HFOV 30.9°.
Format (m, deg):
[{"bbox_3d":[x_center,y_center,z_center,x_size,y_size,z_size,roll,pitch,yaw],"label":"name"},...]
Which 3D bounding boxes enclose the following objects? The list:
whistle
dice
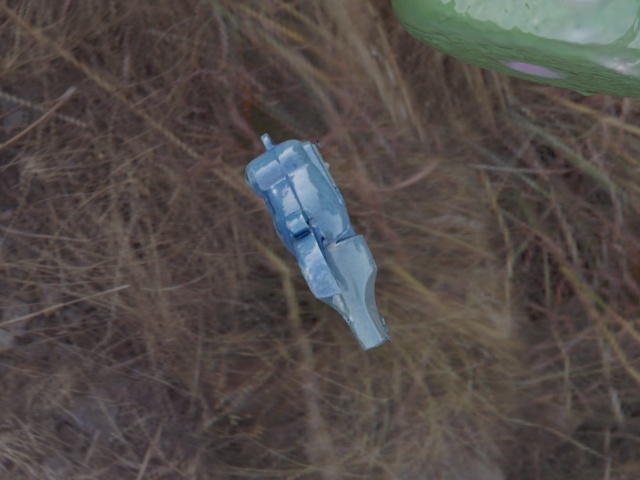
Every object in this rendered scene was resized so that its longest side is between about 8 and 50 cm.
[{"bbox_3d":[0.000,0.000,1.275,0.093,0.180,0.269,-26,83,7],"label":"whistle"},{"bbox_3d":[0.279,-0.346,1.281,0.322,0.318,0.330,10,96,-67],"label":"dice"}]
